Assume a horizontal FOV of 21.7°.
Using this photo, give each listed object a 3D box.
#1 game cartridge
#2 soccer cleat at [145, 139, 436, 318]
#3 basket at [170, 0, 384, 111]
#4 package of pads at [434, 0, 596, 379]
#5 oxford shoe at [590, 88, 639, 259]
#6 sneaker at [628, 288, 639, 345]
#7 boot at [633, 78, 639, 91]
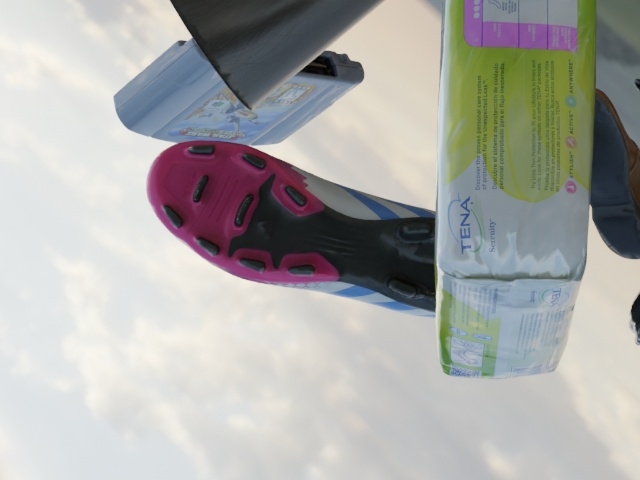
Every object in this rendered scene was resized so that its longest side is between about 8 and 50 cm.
[{"bbox_3d":[-0.108,-0.188,2.152,0.297,0.198,0.062,2,-121,-45],"label":"game cartridge"},{"bbox_3d":[0.000,0.000,1.531,0.331,0.116,0.143,18,176,2],"label":"soccer cleat"},{"bbox_3d":[-0.030,-0.276,1.774,0.204,0.227,0.154,53,-170,-38],"label":"basket"},{"bbox_3d":[0.132,-0.074,1.145,0.101,0.296,0.229,1,160,5],"label":"package of pads"},{"bbox_3d":[0.306,-0.083,1.741,0.076,0.076,0.212,5,135,37],"label":"oxford shoe"},{"bbox_3d":[0.287,-0.032,1.213,0.330,0.122,0.146,-33,-86,-52],"label":"sneaker"},{"bbox_3d":[0.394,-0.154,1.406,0.091,0.263,0.229,11,-136,-42],"label":"boot"}]
